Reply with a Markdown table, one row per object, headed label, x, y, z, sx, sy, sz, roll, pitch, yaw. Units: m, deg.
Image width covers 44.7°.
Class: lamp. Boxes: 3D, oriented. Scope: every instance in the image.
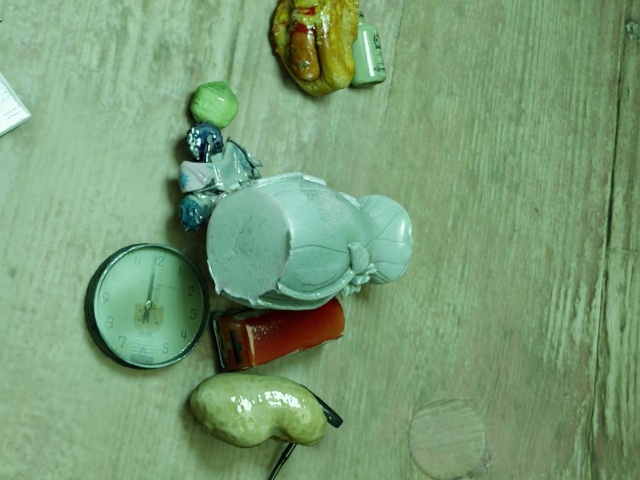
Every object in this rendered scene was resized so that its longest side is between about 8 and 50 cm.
| label | x | y | z | sx | sy | sz | roll | pitch | yaw |
| --- | --- | --- | --- | --- | --- | --- | --- | --- | --- |
| lamp | -0.072 | 0.449 | 1.454 | 0.130 | 0.108 | 0.371 | 42 | 63 | -21 |

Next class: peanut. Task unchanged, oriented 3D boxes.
| label | x | y | z | sx | sy | sz | roll | pitch | yaw |
| --- | --- | --- | --- | --- | --- | --- | --- | --- | --- |
| peanut | -0.109 | 0.310 | 1.404 | 0.253 | 0.122 | 0.137 | 5 | 54 | -18 |

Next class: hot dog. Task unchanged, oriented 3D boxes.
| label | x | y | z | sx | sy | sz | roll | pitch | yaw |
| --- | --- | --- | --- | --- | --- | --- | --- | --- | --- |
| hot dog | -0.010 | -0.433 | 1.584 | 0.153 | 0.150 | 0.256 | 13 | 77 | -45 |

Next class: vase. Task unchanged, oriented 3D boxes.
| label | x | y | z | sx | sy | sz | roll | pitch | yaw |
| --- | --- | --- | --- | --- | --- | --- | --- | --- | --- |
| vase | 0.000 | 0.000 | 1.433 | 0.445 | 0.250 | 0.249 | -1 | 85 | -56 |

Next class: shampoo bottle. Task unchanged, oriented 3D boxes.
| label | x | y | z | sx | sy | sz | roll | pitch | yaw |
| --- | --- | --- | --- | --- | --- | --- | --- | --- | --- |
| shampoo bottle | 0.092 | -0.418 | 1.691 | 0.079 | 0.079 | 0.162 | -10 | 91 | -37 |

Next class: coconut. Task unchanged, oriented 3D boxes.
| label | x | y | z | sx | sy | sz | roll | pitch | yaw |
| --- | --- | --- | --- | --- | --- | --- | --- | --- | --- |
| coconut | -0.197 | -0.256 | 1.460 | 0.088 | 0.088 | 0.096 | 25 | 100 | -32 |

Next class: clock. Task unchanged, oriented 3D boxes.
| label | x | y | z | sx | sy | sz | roll | pitch | yaw |
| --- | --- | --- | --- | --- | --- | --- | --- | --- | --- |
| clock | -0.297 | 0.115 | 1.366 | 0.226 | 0.049 | 0.226 | 4 | 84 | -36 |

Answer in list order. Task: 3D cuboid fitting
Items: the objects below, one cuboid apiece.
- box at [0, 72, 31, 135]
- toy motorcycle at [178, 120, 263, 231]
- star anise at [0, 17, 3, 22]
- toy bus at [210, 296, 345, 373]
| label | x | y | z | sx | sy | sz | roll | pitch | yaw |
| --- | --- | --- | --- | --- | --- | --- | --- | --- | --- |
| box | -0.568 | -0.193 | 1.186 | 0.194 | 0.073 | 0.139 | -42 | 109 | -31 |
| toy motorcycle | -0.186 | -0.076 | 1.432 | 0.239 | 0.108 | 0.204 | 37 | 56 | -16 |
| star anise | -0.616 | -0.329 | 1.132 | 0.293 | 0.109 | 0.349 | 7 | 58 | 2 |
| toy bus | -0.067 | 0.167 | 1.482 | 0.265 | 0.120 | 0.121 | -12 | 91 | -37 |
